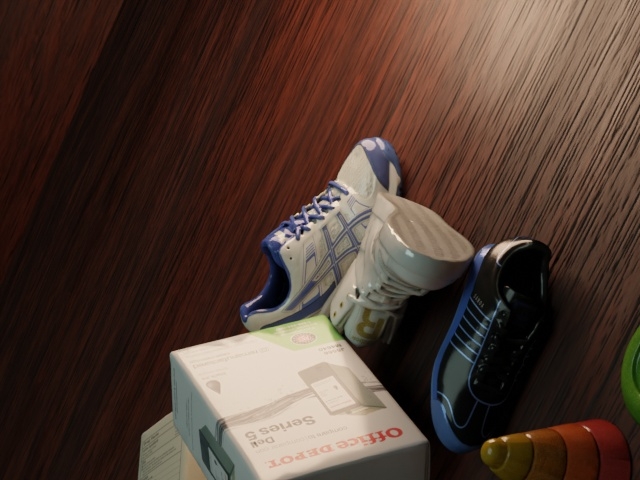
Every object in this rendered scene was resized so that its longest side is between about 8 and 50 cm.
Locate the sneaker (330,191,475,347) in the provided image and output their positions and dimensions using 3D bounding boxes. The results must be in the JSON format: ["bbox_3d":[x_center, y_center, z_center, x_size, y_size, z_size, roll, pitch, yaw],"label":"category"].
[{"bbox_3d":[0.087,0.055,1.721,0.292,0.108,0.169,-105,36,-79],"label":"sneaker"}]

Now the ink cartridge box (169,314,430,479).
[{"bbox_3d":[-0.027,0.213,1.686,0.273,0.198,0.115,-133,37,-52],"label":"ink cartridge box"}]

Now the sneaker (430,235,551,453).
[{"bbox_3d":[0.178,0.104,1.569,0.090,0.081,0.232,-20,54,65],"label":"sneaker"}]

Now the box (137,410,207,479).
[{"bbox_3d":[-0.159,0.378,1.964,0.148,0.121,0.311,-38,41,46],"label":"box"}]

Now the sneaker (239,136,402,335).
[{"bbox_3d":[0.000,0.000,1.916,0.112,0.131,0.296,23,92,65],"label":"sneaker"}]

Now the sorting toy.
[{"bbox_3d":[0.262,0.117,1.357,0.365,0.126,0.127,-56,30,27],"label":"sorting toy"}]
